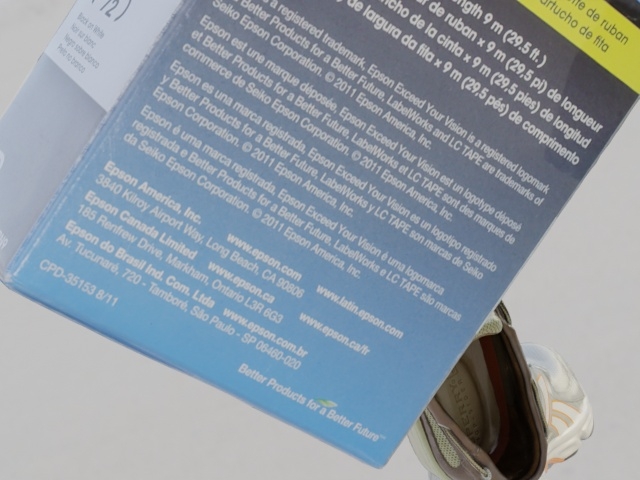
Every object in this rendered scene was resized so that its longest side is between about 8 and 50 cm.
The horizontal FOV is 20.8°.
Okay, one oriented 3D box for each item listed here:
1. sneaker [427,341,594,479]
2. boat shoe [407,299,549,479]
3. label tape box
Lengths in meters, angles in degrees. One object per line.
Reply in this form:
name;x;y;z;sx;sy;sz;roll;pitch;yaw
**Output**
sneaker;0.138;0.114;1.286;0.099;0.121;0.262;-7;17;18
boat shoe;0.074;0.039;1.041;0.095;0.257;0.095;-35;23;-17
label tape box;0.018;-0.089;0.873;0.249;0.348;0.115;31;4;-33
